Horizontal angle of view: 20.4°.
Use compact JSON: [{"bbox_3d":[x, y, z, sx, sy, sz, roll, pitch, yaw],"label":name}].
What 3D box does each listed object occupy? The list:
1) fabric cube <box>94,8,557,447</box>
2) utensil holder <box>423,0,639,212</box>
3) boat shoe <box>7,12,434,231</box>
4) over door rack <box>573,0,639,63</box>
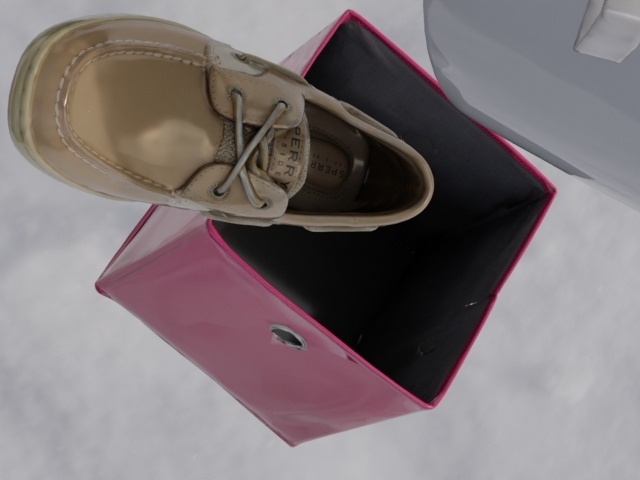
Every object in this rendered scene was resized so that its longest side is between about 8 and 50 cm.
[{"bbox_3d":[0.000,0.000,1.583,0.254,0.259,0.258,40,152,-14],"label":"fabric cube"},{"bbox_3d":[0.295,-0.127,0.976,0.385,0.327,0.327,29,108,30],"label":"utensil holder"},{"bbox_3d":[-0.053,-0.072,1.175,0.110,0.341,0.121,16,95,40],"label":"boat shoe"},{"bbox_3d":[0.044,-0.228,0.806,0.239,0.324,0.108,15,150,0],"label":"over door rack"}]
